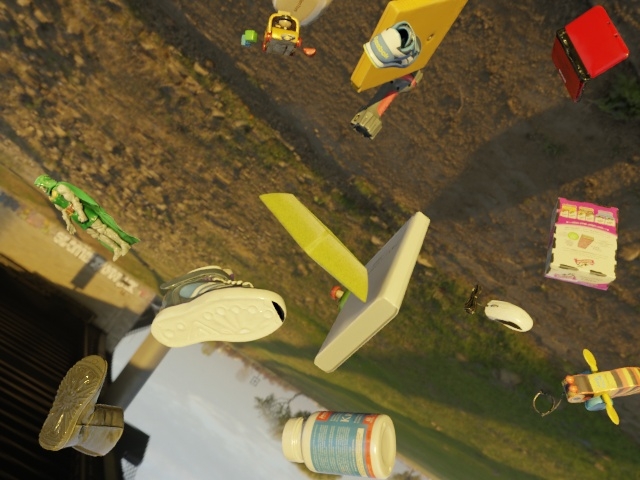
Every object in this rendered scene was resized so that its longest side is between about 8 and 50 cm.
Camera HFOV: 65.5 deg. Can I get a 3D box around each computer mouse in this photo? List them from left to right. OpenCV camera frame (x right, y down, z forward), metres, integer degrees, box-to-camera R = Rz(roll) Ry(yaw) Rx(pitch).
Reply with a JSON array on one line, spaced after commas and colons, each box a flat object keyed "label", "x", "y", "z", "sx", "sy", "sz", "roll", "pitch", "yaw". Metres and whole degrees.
[{"label": "computer mouse", "x": 0.517, "y": 0.197, "z": 1.435, "sx": 0.192, "sy": 0.106, "sz": 0.042, "roll": 21, "pitch": 140, "yaw": 30}]

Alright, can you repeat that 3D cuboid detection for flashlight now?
[{"label": "flashlight", "x": 0.231, "y": -0.478, "z": 1.699, "sx": 0.103, "sy": 0.304, "sz": 0.103, "roll": 25, "pitch": 164, "yaw": 36}]

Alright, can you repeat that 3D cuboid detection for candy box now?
[{"label": "candy box", "x": 0.713, "y": 0.005, "z": 1.358, "sx": 0.159, "sy": 0.234, "sz": 0.071, "roll": 14, "pitch": 148, "yaw": 16}]

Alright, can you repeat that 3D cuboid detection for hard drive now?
[{"label": "hard drive", "x": 0.120, "y": 0.098, "z": 1.059, "sx": 0.047, "sy": 0.353, "sz": 0.233, "roll": 39, "pitch": 125, "yaw": -1}]

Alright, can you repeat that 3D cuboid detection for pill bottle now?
[{"label": "pill bottle", "x": 0.036, "y": 0.422, "z": 1.039, "sx": 0.221, "sy": 0.124, "sz": 0.124, "roll": -6, "pitch": 146, "yaw": 25}]

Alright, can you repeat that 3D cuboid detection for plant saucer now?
[{"label": "plant saucer", "x": 0.000, "y": 0.000, "z": 0.843, "sx": 0.188, "sy": 0.045, "sz": 0.188, "roll": 43, "pitch": -177, "yaw": -44}]

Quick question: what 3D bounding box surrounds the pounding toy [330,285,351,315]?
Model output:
[{"label": "pounding toy", "x": 0.111, "y": 0.219, "z": 1.861, "sx": 0.110, "sy": 0.236, "sz": 0.183, "roll": 21, "pitch": 118, "yaw": 29}]

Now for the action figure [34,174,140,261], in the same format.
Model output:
[{"label": "action figure", "x": -0.511, "y": -0.052, "z": 1.072, "sx": 0.137, "sy": 0.064, "sz": 0.232, "roll": -24, "pitch": 118, "yaw": 42}]

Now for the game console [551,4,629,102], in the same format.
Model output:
[{"label": "game console", "x": 0.562, "y": -0.390, "z": 1.049, "sx": 0.085, "sy": 0.144, "sz": 0.124, "roll": -16, "pitch": 156, "yaw": 9}]

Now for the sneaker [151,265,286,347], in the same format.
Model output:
[{"label": "sneaker", "x": -0.211, "y": 0.116, "z": 1.132, "sx": 0.322, "sy": 0.236, "sz": 0.130, "roll": -14, "pitch": 118, "yaw": 17}]

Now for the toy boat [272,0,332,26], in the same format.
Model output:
[{"label": "toy boat", "x": -0.097, "y": -0.851, "z": 1.583, "sx": 0.318, "sy": 0.148, "sz": 0.267, "roll": 29, "pitch": 154, "yaw": -24}]

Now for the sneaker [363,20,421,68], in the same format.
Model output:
[{"label": "sneaker", "x": 0.125, "y": -0.298, "z": 0.755, "sx": 0.059, "sy": 0.144, "sz": 0.053, "roll": -33, "pitch": 92, "yaw": 42}]

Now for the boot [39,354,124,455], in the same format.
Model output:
[{"label": "boot", "x": -0.440, "y": 0.333, "z": 0.985, "sx": 0.076, "sy": 0.190, "sz": 0.208, "roll": 21, "pitch": 162, "yaw": 20}]

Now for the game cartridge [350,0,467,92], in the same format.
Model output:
[{"label": "game cartridge", "x": 0.244, "y": -0.563, "z": 1.385, "sx": 0.053, "sy": 0.323, "sz": 0.285, "roll": 53, "pitch": 147, "yaw": 13}]

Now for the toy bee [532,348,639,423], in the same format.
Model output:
[{"label": "toy bee", "x": 0.739, "y": 0.414, "z": 1.361, "sx": 0.162, "sy": 0.298, "sz": 0.195, "roll": 43, "pitch": -169, "yaw": -47}]

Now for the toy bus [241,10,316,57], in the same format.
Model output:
[{"label": "toy bus", "x": -0.111, "y": -0.609, "z": 1.449, "sx": 0.202, "sy": 0.105, "sz": 0.190, "roll": 8, "pitch": -175, "yaw": 31}]
